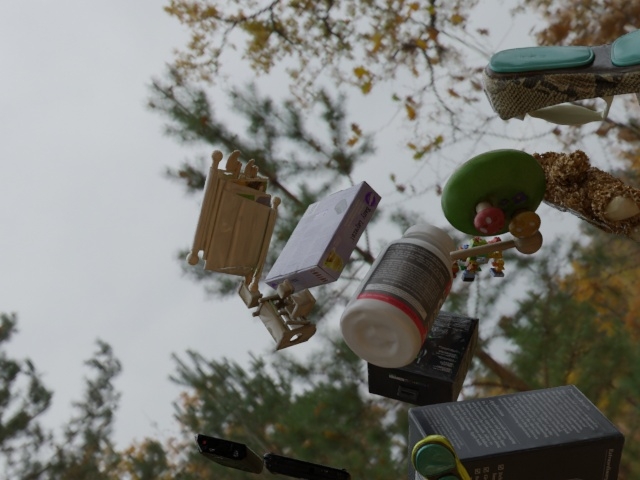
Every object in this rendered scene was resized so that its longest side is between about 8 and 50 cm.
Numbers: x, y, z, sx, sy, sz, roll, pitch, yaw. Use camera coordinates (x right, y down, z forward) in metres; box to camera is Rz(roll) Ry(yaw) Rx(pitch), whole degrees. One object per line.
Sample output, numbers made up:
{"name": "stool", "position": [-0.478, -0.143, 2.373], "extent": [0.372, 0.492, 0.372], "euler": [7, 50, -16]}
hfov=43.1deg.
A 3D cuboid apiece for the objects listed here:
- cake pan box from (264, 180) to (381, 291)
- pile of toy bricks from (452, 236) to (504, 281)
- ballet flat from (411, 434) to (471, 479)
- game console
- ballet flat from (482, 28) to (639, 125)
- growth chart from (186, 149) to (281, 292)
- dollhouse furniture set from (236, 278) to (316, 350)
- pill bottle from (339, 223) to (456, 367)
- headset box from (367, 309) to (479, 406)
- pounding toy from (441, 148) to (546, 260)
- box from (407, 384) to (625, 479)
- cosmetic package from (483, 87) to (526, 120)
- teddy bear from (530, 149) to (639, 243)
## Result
{"name": "cake pan box", "position": [0.000, 0.000, 1.888], "extent": [0.267, 0.070, 0.246], "euler": [-20, 33, 56]}
{"name": "pile of toy bricks", "position": [0.412, 0.034, 2.155], "extent": [0.212, 0.118, 0.105], "euler": [2, -57, -18]}
{"name": "ballet flat", "position": [0.212, 0.393, 1.442], "extent": [0.077, 0.077, 0.231], "euler": [-23, -50, 11]}
{"name": "game console", "position": [-0.106, 0.510, 1.846], "extent": [0.213, 0.361, 0.044], "euler": [75, -152, -66]}
{"name": "ballet flat", "position": [0.572, -0.324, 1.620], "extent": [0.182, 0.482, 0.164], "euler": [65, -148, -33]}
{"name": "growth chart", "position": [-0.111, -0.025, 1.119], "extent": [0.237, 0.021, 0.172], "euler": [31, -106, -68]}
{"name": "dollhouse furniture set", "position": [-0.079, 0.117, 1.809], "extent": [0.101, 0.182, 0.161], "euler": [-12, -38, -38]}
{"name": "pill bottle", "position": [0.181, 0.106, 1.743], "extent": [0.318, 0.176, 0.176], "euler": [-54, -14, -43]}
{"name": "headset box", "position": [0.283, 0.324, 2.246], "extent": [0.283, 0.246, 0.131], "euler": [-57, -29, -47]}
{"name": "pounding toy", "position": [0.307, -0.031, 1.375], "extent": [0.182, 0.110, 0.237], "euler": [-13, -45, 1]}
{"name": "box", "position": [0.397, 0.503, 1.711], "extent": [0.395, 0.212, 0.294], "euler": [-5, -68, -12]}
{"name": "cosmetic package", "position": [0.539, -0.413, 2.338], "extent": [0.061, 0.098, 0.239], "euler": [-71, -19, 0]}
{"name": "teddy bear", "position": [0.526, -0.092, 1.546], "extent": [0.113, 0.245, 0.338], "euler": [-59, 11, 5]}
